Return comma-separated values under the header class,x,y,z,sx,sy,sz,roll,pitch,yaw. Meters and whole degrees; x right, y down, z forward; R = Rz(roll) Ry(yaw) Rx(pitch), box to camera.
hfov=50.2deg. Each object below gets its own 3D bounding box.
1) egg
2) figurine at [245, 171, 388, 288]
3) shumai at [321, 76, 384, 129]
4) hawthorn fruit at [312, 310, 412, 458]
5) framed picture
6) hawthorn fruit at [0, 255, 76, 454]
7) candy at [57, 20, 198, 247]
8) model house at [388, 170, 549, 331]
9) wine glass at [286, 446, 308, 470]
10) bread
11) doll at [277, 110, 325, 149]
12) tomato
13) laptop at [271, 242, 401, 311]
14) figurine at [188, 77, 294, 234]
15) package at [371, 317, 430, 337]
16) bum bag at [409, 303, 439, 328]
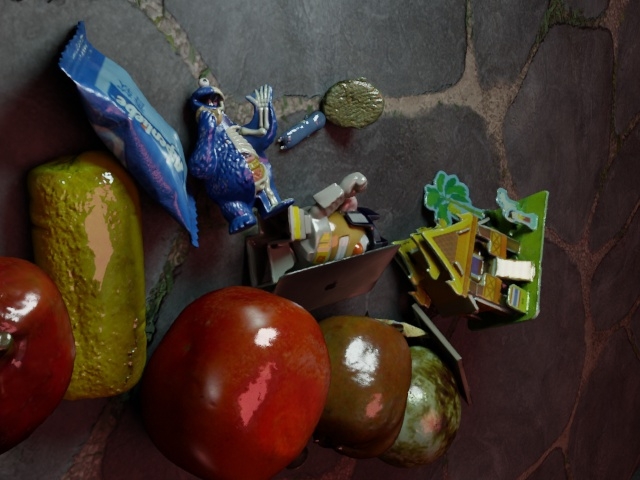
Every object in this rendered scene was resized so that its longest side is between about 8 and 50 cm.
class,x,y,z,sx,sy,sz,roll,pitch,yaw
egg,0.204,0.374,1.558,0.289,0.238,0.238,-60,137,-43
figurine,0.000,-0.004,1.322,0.308,0.143,0.308,-26,158,-11
shumai,0.064,-0.286,1.377,0.123,0.087,0.099,6,120,-4
hawthorn fruit,0.061,0.269,1.367,0.268,0.267,0.301,44,57,-42
framed picture,0.293,0.275,1.633,0.016,0.184,0.250,-33,141,-6
hawthorn fruit,-0.416,0.133,0.813,0.265,0.307,0.265,18,63,-39
candy,-0.269,-0.154,1.013,0.077,0.187,0.331,-28,127,8
model house,0.339,-0.008,1.591,0.312,0.242,0.358,25,67,-24
wine glass,-0.092,0.386,1.383,0.066,0.066,0.198,-49,130,-26
bread,-0.335,0.058,1.019,0.166,0.112,0.384,-12,108,-44
doll,-0.036,-0.213,1.325,0.125,0.027,0.037,-37,123,-30
tomato,-0.137,0.240,1.139,0.290,0.293,0.325,43,74,-41
laptop,0.017,0.083,1.318,0.269,0.015,0.188,-14,153,-28
figurine,-0.152,-0.142,1.153,0.164,0.120,0.262,-11,87,-30
package,0.179,0.206,1.581,0.120,0.108,0.031,22,76,-46
bum bag,0.308,0.136,1.724,0.248,0.069,0.102,-37,158,-35
